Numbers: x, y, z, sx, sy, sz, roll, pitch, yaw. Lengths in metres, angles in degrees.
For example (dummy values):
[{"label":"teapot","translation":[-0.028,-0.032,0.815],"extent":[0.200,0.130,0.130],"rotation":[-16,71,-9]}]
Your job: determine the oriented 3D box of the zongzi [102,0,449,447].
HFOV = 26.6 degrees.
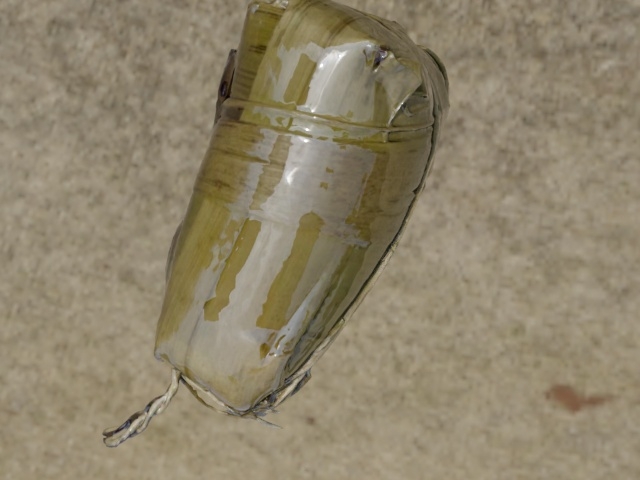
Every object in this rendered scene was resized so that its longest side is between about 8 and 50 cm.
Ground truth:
[{"label":"zongzi","translation":[0.000,0.000,0.565],"extent":[0.081,0.189,0.178],"rotation":[22,-173,17]}]
